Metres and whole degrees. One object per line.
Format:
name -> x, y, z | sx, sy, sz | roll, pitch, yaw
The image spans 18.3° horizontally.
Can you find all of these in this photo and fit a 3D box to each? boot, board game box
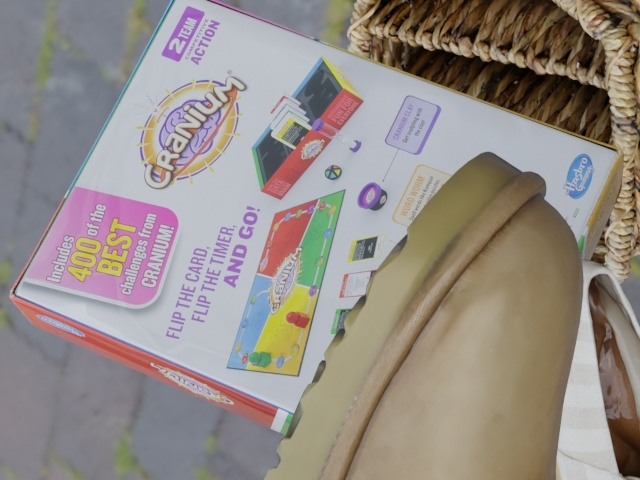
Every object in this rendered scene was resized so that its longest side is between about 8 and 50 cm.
boot -> 0.104, 0.136, 0.486 | 0.269, 0.089, 0.236 | 26, 105, 12
board game box -> 0.000, 0.000, 1.261 | 0.317, 0.242, 0.064 | 23, 163, 15

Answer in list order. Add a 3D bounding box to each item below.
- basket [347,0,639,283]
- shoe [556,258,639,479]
basket -> 0.150, -0.133, 1.543 | 0.299, 0.223, 0.213 | 21, 153, 44
shoe -> 0.164, 0.111, 1.091 | 0.058, 0.076, 0.219 | -10, 102, 55
